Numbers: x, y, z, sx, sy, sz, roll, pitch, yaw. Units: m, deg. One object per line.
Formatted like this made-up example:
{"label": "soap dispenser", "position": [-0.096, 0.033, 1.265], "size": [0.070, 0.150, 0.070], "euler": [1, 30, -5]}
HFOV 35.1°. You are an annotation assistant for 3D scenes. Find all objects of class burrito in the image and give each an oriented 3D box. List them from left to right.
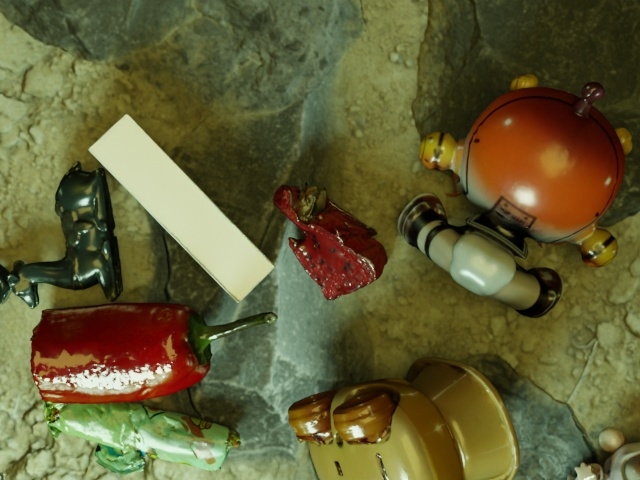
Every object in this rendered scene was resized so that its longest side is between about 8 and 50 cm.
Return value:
{"label": "burrito", "position": [-0.261, 0.286, 1.444], "size": [0.288, 0.054, 0.104], "euler": [15, 91, -6]}

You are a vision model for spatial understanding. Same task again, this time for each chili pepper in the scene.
{"label": "chili pepper", "position": [-0.220, 0.148, 1.401], "size": [0.338, 0.134, 0.131], "euler": [-7, 117, 0]}

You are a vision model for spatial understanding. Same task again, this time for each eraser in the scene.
{"label": "eraser", "position": [-0.193, -0.044, 1.434], "size": [0.076, 0.078, 0.298], "euler": [-44, 93, -3]}

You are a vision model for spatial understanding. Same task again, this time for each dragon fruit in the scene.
{"label": "dragon fruit", "position": [0.011, -0.012, 1.469], "size": [0.192, 0.122, 0.092], "euler": [43, 47, 0]}

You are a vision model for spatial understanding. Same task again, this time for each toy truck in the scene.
{"label": "toy truck", "position": [0.105, 0.281, 1.374], "size": [0.211, 0.288, 0.204], "euler": [-20, 90, -29]}

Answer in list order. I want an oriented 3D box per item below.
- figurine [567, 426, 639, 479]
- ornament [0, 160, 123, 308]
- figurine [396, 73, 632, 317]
{"label": "figurine", "position": [0.437, 0.374, 1.459], "size": [0.275, 0.133, 0.200], "euler": [-19, 62, -1]}
{"label": "ornament", "position": [-0.408, 0.000, 1.417], "size": [0.236, 0.080, 0.202], "euler": [-8, 94, -4]}
{"label": "figurine", "position": [0.289, -0.075, 1.415], "size": [0.320, 0.196, 0.323], "euler": [30, 98, 2]}
